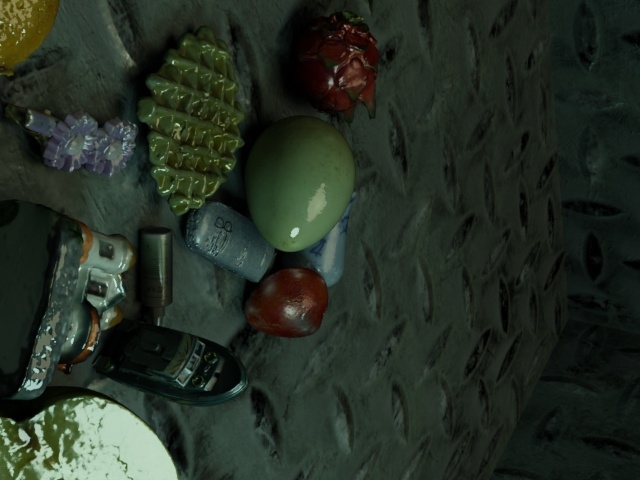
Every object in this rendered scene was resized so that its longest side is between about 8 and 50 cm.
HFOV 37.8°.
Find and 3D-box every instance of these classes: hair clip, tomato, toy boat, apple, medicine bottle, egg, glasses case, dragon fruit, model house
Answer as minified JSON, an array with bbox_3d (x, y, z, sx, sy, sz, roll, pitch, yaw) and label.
[{"bbox_3d":[-0.369,-0.155,1.441,0.106,0.084,0.292,-63,155,8],"label":"hair clip"},{"bbox_3d":[-0.063,0.149,1.929,0.173,0.099,0.189,8,127,-37],"label":"tomato"},{"bbox_3d":[-0.241,0.204,1.545,0.122,0.296,0.114,54,54,-47],"label":"toy boat"},{"bbox_3d":[-0.392,0.378,1.347,0.320,0.311,0.360,-43,129,-62],"label":"apple"},{"bbox_3d":[-0.290,0.077,1.654,0.057,0.057,0.199,-20,117,-56],"label":"medicine bottle"},{"bbox_3d":[-0.043,-0.108,1.824,0.218,0.218,0.295,63,28,-46],"label":"egg"},{"bbox_3d":[-0.171,0.003,1.817,0.282,0.067,0.109,34,73,-56],"label":"glasses case"},{"bbox_3d":[0.035,-0.352,1.933,0.193,0.192,0.274,-22,138,-22],"label":"dragon fruit"},{"bbox_3d":[-0.369,0.100,1.399,0.301,0.190,0.271,20,80,-60],"label":"model house"}]

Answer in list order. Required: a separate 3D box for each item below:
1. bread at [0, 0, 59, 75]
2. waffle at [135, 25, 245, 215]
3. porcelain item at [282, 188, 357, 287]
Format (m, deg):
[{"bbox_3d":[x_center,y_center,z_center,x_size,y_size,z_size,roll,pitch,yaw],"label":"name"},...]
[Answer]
[{"bbox_3d":[-0.442,-0.326,1.160,0.240,0.139,0.240,-12,112,-31],"label":"bread"},{"bbox_3d":[-0.218,-0.212,1.650,0.309,0.056,0.292,-57,146,-45],"label":"waffle"},{"bbox_3d":[0.000,0.000,2.008,0.141,0.141,0.259,-10,123,-58],"label":"porcelain item"}]
